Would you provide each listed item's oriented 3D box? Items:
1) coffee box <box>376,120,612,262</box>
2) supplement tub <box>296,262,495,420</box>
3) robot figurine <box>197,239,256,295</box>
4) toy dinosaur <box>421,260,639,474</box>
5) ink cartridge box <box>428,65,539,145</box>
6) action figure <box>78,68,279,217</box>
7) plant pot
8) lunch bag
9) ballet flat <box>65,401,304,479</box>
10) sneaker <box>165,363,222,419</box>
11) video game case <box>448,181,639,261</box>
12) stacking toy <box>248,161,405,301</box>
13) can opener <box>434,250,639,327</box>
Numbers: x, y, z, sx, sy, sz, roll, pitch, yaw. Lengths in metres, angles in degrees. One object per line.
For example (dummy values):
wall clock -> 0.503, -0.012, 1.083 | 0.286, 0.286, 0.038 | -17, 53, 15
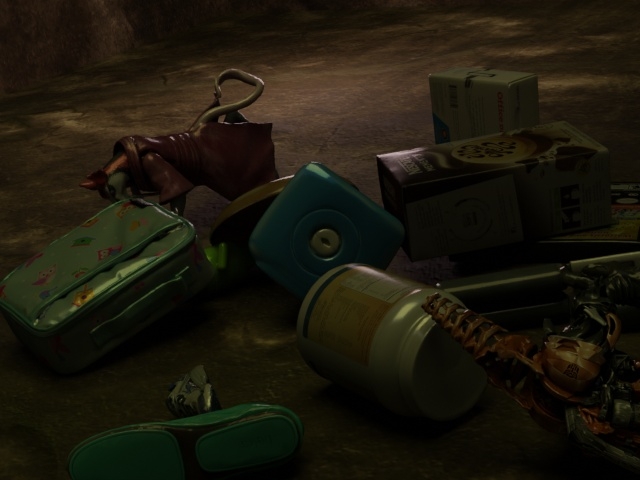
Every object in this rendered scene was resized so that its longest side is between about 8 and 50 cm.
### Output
coffee box -> 0.246, -0.075, 1.621 | 0.297, 0.119, 0.168 | -11, 22, -7
supplement tub -> 0.083, 0.113, 1.261 | 0.144, 0.144, 0.200 | -22, 25, -31
robot figurine -> -0.154, 0.041, 1.662 | 0.115, 0.067, 0.101 | -23, -3, -31
toy dinosaur -> 0.262, 0.121, 1.093 | 0.322, 0.164, 0.218 | 41, 38, 3
ink cartridge box -> 0.306, -0.239, 2.091 | 0.086, 0.148, 0.203 | -22, 25, -35
action figure -> -0.234, -0.138, 1.922 | 0.370, 0.275, 0.248 | -8, 21, -40
plant pot -> -0.057, -0.046, 1.687 | 0.236, 0.032, 0.236 | -17, -16, -5
lunch bag -> -0.294, 0.054, 1.558 | 0.279, 0.108, 0.224 | -37, 31, -21
ballet flat -> -0.138, 0.223, 1.184 | 0.247, 0.083, 0.087 | -10, -4, -3
sneaker -> -0.147, 0.191, 1.304 | 0.058, 0.052, 0.135 | -23, 15, -9
video game case -> 0.351, -0.030, 1.683 | 0.275, 0.035, 0.248 | 0, 22, 21
stacking toy -> 0.000, 0.000, 1.616 | 0.165, 0.175, 0.302 | -54, 3, 0
can opener -> 0.285, 0.073, 1.380 | 0.283, 0.076, 0.095 | -9, 20, 3
